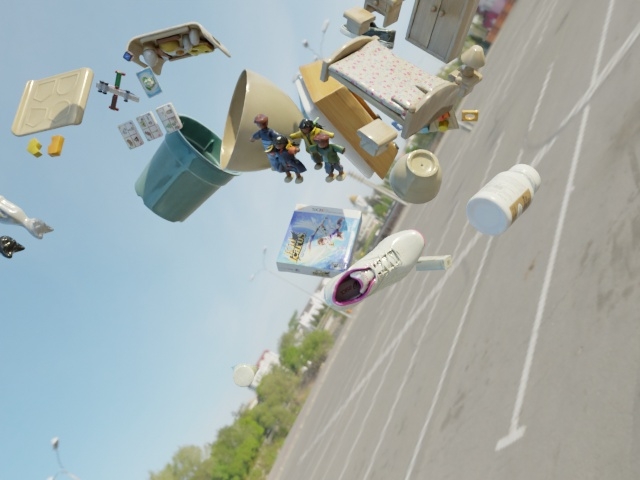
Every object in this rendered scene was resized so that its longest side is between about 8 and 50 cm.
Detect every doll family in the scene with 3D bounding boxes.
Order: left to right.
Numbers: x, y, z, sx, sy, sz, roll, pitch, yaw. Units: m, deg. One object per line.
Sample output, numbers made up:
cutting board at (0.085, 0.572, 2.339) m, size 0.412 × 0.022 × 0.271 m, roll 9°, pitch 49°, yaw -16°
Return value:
doll family at (-0.042, -0.159, 0.914) m, size 0.111 × 0.193 × 0.076 m, roll 63°, pitch -146°, yaw -44°

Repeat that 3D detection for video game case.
video game case at (0.000, 0.000, 1.878) m, size 0.061 × 0.244 × 0.269 m, roll 79°, pitch -157°, yaw -51°

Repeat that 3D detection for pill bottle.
pill bottle at (0.531, -0.123, 1.550) m, size 0.229 × 0.131 × 0.131 m, roll -38°, pitch -17°, yaw -32°

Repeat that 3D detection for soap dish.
soap dish at (0.071, -0.317, 1.391) m, size 0.118 × 0.291 × 0.229 m, roll -36°, pitch 36°, yaw 16°

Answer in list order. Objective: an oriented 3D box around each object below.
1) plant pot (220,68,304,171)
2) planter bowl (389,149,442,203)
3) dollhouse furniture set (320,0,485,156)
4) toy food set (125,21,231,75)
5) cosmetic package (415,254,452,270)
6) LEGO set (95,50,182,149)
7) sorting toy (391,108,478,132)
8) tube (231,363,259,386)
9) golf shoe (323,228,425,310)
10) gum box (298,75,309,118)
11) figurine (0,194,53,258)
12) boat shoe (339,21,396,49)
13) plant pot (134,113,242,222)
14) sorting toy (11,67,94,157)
plant pot at (-0.155, -0.315, 1.523) m, size 0.284 × 0.191 × 0.284 m, roll -169°, pitch 90°, yaw -71°
planter bowl at (0.299, -0.207, 1.640) m, size 0.162 × 0.162 × 0.109 m, roll -59°, pitch -9°, yaw -24°
dollhouse furniture set at (0.108, -0.353, 0.902) m, size 0.355 × 0.303 × 0.174 m, roll -37°, pitch -25°, yaw -31°
toy food set at (-0.496, -0.659, 1.911) m, size 0.220 × 0.306 × 0.092 m, roll 5°, pitch -102°, yaw -75°
cosmetic package at (0.395, 0.079, 1.889) m, size 0.060 × 0.115 × 0.041 m, roll -20°, pitch -78°, yaw -52°
LEGO set at (-0.524, -0.406, 1.547) m, size 0.182 × 0.244 × 0.060 m, roll -20°, pitch 21°, yaw 13°
sorting toy at (0.436, -0.467, 2.108) m, size 0.196 × 0.347 × 0.047 m, roll 41°, pitch -128°, yaw -57°
tube at (-0.234, 0.401, 1.658) m, size 0.062 × 0.070 × 0.240 m, roll -45°, pitch -1°, yaw -10°
golf shoe at (0.143, 0.081, 1.375) m, size 0.306 × 0.115 × 0.140 m, roll -38°, pitch -3°, yaw 2°
gum box at (0.025, -0.449, 1.730) m, size 0.041 × 0.184 × 0.157 m, roll 113°, pitch 153°, yaw -52°
figurine at (-1.009, -0.037, 1.744) m, size 0.092 × 0.209 × 0.215 m, roll -67°, pitch -6°, yaw 33°
boat shoe at (0.161, -0.703, 1.815) m, size 0.078 × 0.219 × 0.070 m, roll -26°, pitch -44°, yaw -47°
plant pot at (-0.550, -0.272, 2.186) m, size 0.334 × 0.341 × 0.341 m, roll -44°, pitch 1°, yaw 17°
sorting toy at (-0.795, -0.366, 1.596) m, size 0.041 × 0.229 × 0.307 m, roll 58°, pitch -150°, yaw -60°
